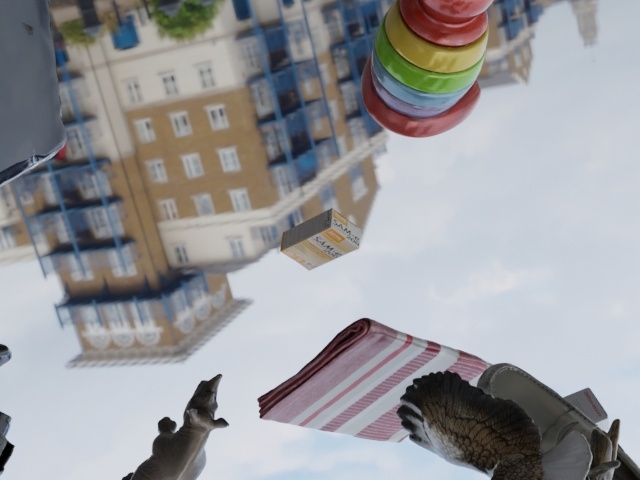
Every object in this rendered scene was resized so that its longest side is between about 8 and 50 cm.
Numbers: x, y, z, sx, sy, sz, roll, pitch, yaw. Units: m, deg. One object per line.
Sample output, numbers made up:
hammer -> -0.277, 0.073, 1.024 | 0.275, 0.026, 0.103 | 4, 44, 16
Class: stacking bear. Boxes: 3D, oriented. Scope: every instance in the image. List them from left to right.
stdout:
stacking bear -> 0.158, -0.285, 1.227 | 0.175, 0.289, 0.164 | 31, -122, 8

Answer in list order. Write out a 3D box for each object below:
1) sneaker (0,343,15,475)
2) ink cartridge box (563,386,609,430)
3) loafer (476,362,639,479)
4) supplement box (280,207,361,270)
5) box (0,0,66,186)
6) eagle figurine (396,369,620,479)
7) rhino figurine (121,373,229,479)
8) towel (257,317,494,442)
sneaker -> -0.294, 0.190, 0.731 | 0.090, 0.232, 0.081 | -3, 163, -9
ink cartridge box -> 0.533, 0.376, 1.926 | 0.122, 0.052, 0.088 | -23, -137, 0
loafer -> 0.359, 0.290, 1.293 | 0.112, 0.319, 0.111 | -46, 172, -20
supplement box -> 0.000, 0.000, 1.277 | 0.098, 0.062, 0.036 | -26, -136, 37
box -> -0.389, -0.112, 0.469 | 0.395, 0.212, 0.293 | 6, -155, 14
eagle figurine -> 0.211, 0.304, 1.147 | 0.298, 0.225, 0.226 | 10, -166, 17
rhino figurine -> -0.175, 0.263, 1.102 | 0.073, 0.243, 0.106 | 29, -170, -14
towel -> 0.093, 0.219, 1.382 | 0.237, 0.037, 0.329 | -40, 140, 26
